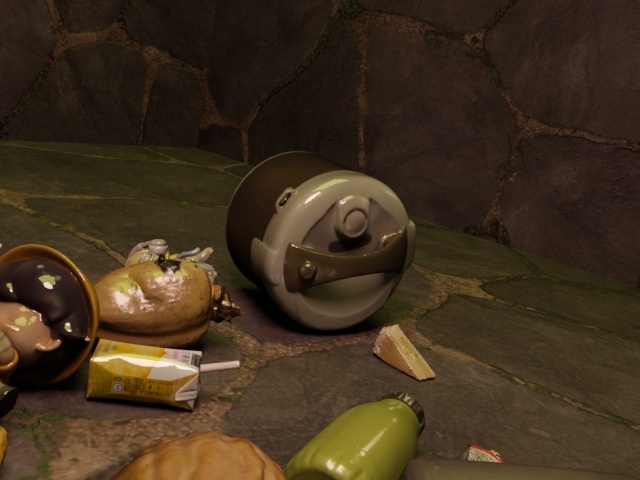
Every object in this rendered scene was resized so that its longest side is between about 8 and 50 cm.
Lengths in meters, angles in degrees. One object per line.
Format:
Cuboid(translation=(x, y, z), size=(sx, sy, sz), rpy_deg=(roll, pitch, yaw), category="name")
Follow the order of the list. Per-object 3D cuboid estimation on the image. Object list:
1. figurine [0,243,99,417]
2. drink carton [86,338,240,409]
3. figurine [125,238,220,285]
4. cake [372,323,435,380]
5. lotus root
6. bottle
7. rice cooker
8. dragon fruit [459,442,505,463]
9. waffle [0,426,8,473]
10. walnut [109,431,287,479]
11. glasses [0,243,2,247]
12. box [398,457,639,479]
Cuboid(translation=(-0.400, 0.127, 0.847), size=(0.192, 0.167, 0.257), rpy_deg=(18, 38, 10), category="figurine")
Cuboid(translation=(-0.216, 0.188, 0.911), size=(0.199, 0.075, 0.084), rpy_deg=(10, 15, -9), category="drink carton")
Cuboid(translation=(-0.281, 0.063, 1.275), size=(0.183, 0.129, 0.208), rpy_deg=(13, 6, 21), category="figurine")
Cuboid(translation=(0.153, 0.205, 1.174), size=(0.052, 0.065, 0.121), rpy_deg=(-7, 29, -45), category="cake")
Cuboid(translation=(-0.265, 0.102, 1.052), size=(0.256, 0.155, 0.140), rpy_deg=(-1, 24, -28), category="lotus root")
Cuboid(translation=(0.055, 0.255, 0.776), size=(0.112, 0.112, 0.260), rpy_deg=(17, 15, 24), category="bottle")
Cuboid(translation=(0.000, 0.000, 1.311), size=(0.335, 0.336, 0.325), rpy_deg=(2, 16, -31), category="rice cooker")
Cuboid(translation=(0.196, 0.304, 0.810), size=(0.056, 0.060, 0.083), rpy_deg=(18, 40, -1), category="dragon fruit")
Cuboid(translation=(-0.380, 0.252, 0.567), size=(0.167, 0.057, 0.274), rpy_deg=(7, 15, -19), category="waffle")
Cuboid(translation=(-0.095, 0.252, 0.498), size=(0.213, 0.213, 0.213), rpy_deg=(10, 14, -3), category="walnut")
Cuboid(translation=(-0.556, 0.083, 1.038), size=(0.162, 0.095, 0.255), rpy_deg=(30, 24, 33), category="glasses")
Cuboid(translation=(0.192, 0.308, 0.559), size=(0.290, 0.166, 0.220), rpy_deg=(7, 15, -9), category="box")
